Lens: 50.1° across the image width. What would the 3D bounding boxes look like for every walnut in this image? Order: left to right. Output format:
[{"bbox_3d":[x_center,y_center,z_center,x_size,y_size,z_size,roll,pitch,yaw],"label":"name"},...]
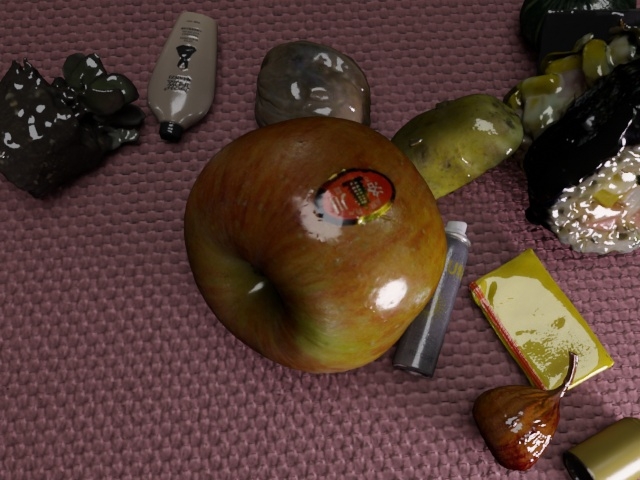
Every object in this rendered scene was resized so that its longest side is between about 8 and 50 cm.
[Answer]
[{"bbox_3d":[-0.010,-0.256,1.238,0.224,0.224,0.224,0,72,-1],"label":"walnut"}]

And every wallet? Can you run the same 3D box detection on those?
[{"bbox_3d":[0.373,0.147,1.188,0.141,0.067,0.241,-29,71,-5],"label":"wallet"},{"bbox_3d":[0.555,-0.301,1.268,0.322,0.041,0.247,0,116,-2],"label":"wallet"}]

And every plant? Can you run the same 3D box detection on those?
[{"bbox_3d":[-0.468,-0.218,1.219,0.276,0.188,0.199,-44,79,-13],"label":"plant"}]

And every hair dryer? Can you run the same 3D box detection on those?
[{"bbox_3d":[0.518,0.434,1.093,0.134,0.090,0.279,-26,81,-11],"label":"hair dryer"}]

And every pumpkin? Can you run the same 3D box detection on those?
[{"bbox_3d":[0.495,-0.441,1.324,0.211,0.152,0.212,-10,53,13],"label":"pumpkin"}]

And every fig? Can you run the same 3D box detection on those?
[{"bbox_3d":[0.342,0.268,1.096,0.201,0.146,0.134,-36,92,-5],"label":"fig"}]

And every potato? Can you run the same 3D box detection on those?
[{"bbox_3d":[0.202,-0.172,1.185,0.271,0.111,0.160,-29,45,34],"label":"potato"}]

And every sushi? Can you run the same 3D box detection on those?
[{"bbox_3d":[0.496,-0.172,1.163,0.328,0.328,0.285,15,43,-27],"label":"sushi"}]

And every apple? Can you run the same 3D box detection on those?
[{"bbox_3d":[0.000,0.000,1.063,0.400,0.400,0.333,43,49,12],"label":"apple"}]

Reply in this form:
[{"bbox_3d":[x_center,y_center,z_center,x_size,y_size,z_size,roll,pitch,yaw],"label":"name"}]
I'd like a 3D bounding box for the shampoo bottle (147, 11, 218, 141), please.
[{"bbox_3d":[-0.261,-0.309,1.309,0.127,0.078,0.257,9,75,-2],"label":"shampoo bottle"}]

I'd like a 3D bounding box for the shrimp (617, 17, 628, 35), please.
[{"bbox_3d":[0.524,-0.329,1.218,0.090,0.127,0.025,-13,28,10],"label":"shrimp"}]

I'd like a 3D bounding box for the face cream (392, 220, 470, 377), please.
[{"bbox_3d":[0.199,0.096,1.191,0.073,0.073,0.284,19,73,5],"label":"face cream"}]
